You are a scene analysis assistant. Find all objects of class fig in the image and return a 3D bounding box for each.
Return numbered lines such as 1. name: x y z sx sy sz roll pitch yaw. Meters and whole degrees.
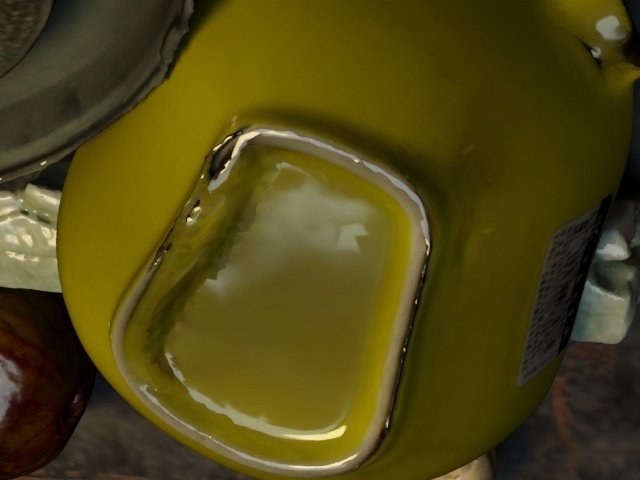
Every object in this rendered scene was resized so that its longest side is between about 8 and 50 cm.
1. fig: -0.184 0.054 0.887 0.154 0.103 0.109 21 97 12

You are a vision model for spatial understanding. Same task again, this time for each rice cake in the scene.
1. rice cake: -0.025 -0.002 0.816 0.336 0.066 0.063 3 115 14

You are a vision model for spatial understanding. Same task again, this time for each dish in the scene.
1. dish: 0.000 0.000 0.710 0.221 0.108 0.262 25 120 2

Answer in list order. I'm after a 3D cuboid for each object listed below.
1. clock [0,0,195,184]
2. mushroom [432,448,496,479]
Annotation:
1. clock: -0.195 -0.115 0.630 0.312 0.061 0.313 -1 151 -1
2. mushroom: 0.041 0.107 0.872 0.083 0.067 0.084 14 131 16
